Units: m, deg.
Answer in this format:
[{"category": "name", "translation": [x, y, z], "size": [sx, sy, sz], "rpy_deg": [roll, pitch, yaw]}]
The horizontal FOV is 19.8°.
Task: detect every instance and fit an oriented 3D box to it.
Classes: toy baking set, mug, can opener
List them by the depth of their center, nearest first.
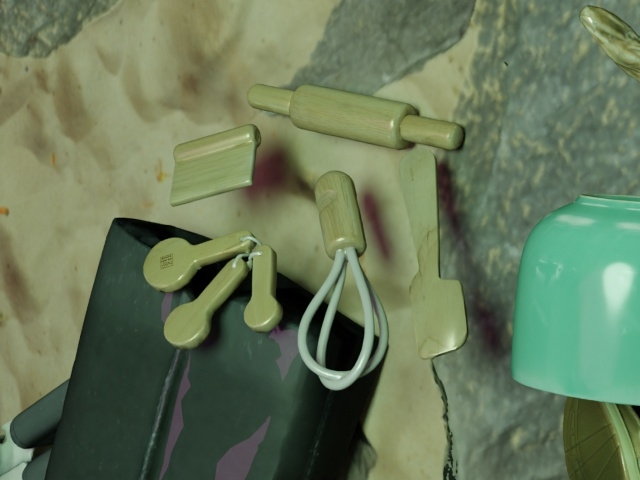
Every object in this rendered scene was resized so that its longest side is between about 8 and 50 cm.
[{"category": "mug", "translation": [0.178, 0.028, 0.939], "size": [0.129, 0.157, 0.097], "rpy_deg": [-164, 77, -71]}, {"category": "toy baking set", "translation": [0.002, -0.006, 1.118], "size": [0.256, 0.030, 0.197], "rpy_deg": [10, 67, 33]}, {"category": "can opener", "translation": [-0.227, 0.162, 1.409], "size": [0.283, 0.095, 0.076], "rpy_deg": [-35, 68, 44]}]

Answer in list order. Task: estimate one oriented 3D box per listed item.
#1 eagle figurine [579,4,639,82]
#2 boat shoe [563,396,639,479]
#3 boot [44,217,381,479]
[{"category": "eagle figurine", "translation": [0.233, 0.016, 0.758], "size": [0.298, 0.226, 0.225], "rpy_deg": [-91, 0, -66]}, {"category": "boat shoe", "translation": [0.179, 0.144, 1.001], "size": [0.056, 0.048, 0.153], "rpy_deg": [-58, 45, 48]}, {"category": "boot", "translation": [-0.184, 0.191, 1.264], "size": [0.367, 0.146, 0.445], "rpy_deg": [23, 108, 20]}]
